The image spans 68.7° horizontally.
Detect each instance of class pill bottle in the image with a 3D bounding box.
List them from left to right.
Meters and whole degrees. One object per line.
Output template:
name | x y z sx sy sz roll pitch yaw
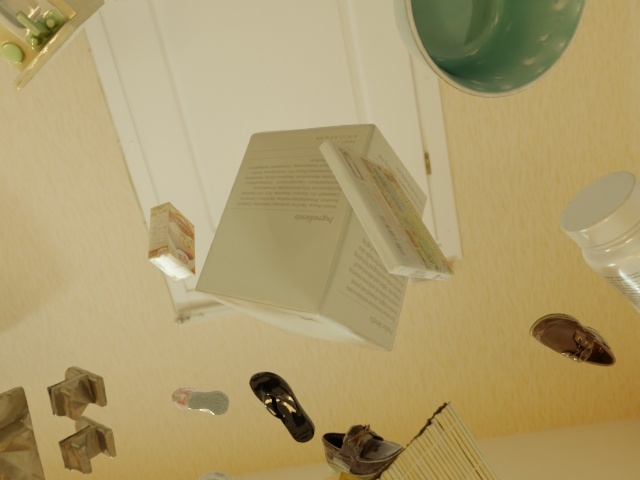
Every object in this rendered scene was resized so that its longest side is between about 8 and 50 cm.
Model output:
pill bottle | 0.555 0.026 0.785 0.160 0.283 0.160 -48 -172 9

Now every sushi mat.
sushi mat | 0.187 0.364 0.568 0.151 0.316 0.019 -38 -171 -23

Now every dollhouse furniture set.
dollhouse furniture set | -0.661 0.501 0.975 0.257 0.393 0.362 4 -165 34

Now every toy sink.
toy sink | -0.492 -0.385 0.795 0.153 0.131 0.234 -36 -145 17

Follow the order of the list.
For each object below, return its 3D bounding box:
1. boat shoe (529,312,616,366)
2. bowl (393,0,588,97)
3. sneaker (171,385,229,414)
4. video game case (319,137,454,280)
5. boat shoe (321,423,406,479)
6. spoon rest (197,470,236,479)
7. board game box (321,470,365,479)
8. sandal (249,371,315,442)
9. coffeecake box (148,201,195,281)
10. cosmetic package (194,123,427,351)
boat shoe | 0.438 0.174 0.803 0.178 0.064 0.060 20 -158 -23
bowl | 0.240 -0.388 0.746 0.312 0.311 0.163 -16 -160 -13
sneaker | -0.259 0.340 1.001 0.070 0.050 0.134 -2 157 32
video game case | 0.107 -0.042 0.726 0.026 0.226 0.206 -39 153 25
boat shoe | 0.107 0.566 1.274 0.123 0.123 0.342 -18 171 -33
spoon rest | -0.248 0.797 1.417 0.084 0.276 0.137 -47 -174 10
board game box | 0.103 0.647 1.115 0.243 0.316 0.064 24 -126 -2
sandal | -0.107 0.483 1.360 0.097 0.254 0.054 -42 -178 14
coffeecake box | -0.434 0.004 1.378 0.068 0.142 0.185 -18 -125 10
cosmetic package | 0.000 0.000 1.045 0.328 0.393 0.329 5 160 34
